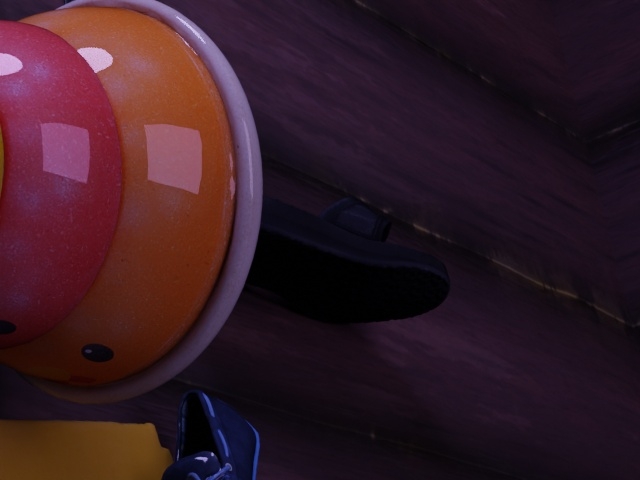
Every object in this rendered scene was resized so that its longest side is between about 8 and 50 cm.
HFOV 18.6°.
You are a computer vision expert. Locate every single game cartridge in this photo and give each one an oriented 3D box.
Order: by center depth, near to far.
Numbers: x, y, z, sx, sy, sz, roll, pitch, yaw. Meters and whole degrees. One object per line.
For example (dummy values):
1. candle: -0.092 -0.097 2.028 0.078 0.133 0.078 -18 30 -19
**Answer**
1. game cartridge: -0.211 0.297 1.706 0.324 0.053 0.285 13 58 -60

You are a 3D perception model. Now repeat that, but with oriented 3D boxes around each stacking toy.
1. stacking toy: -0.311 -0.048 1.510 0.480 0.351 0.350 5 64 -51

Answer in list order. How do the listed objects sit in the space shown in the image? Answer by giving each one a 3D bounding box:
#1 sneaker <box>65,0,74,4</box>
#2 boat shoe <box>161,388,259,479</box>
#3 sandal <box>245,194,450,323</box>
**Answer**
1. sneaker: -0.224 -0.287 2.123 0.170 0.051 0.089 -15 82 -58
2. boat shoe: -0.116 0.236 1.791 0.089 0.109 0.258 46 15 -24
3. sandal: 0.001 -0.001 2.171 0.446 0.168 0.107 24 53 -52
